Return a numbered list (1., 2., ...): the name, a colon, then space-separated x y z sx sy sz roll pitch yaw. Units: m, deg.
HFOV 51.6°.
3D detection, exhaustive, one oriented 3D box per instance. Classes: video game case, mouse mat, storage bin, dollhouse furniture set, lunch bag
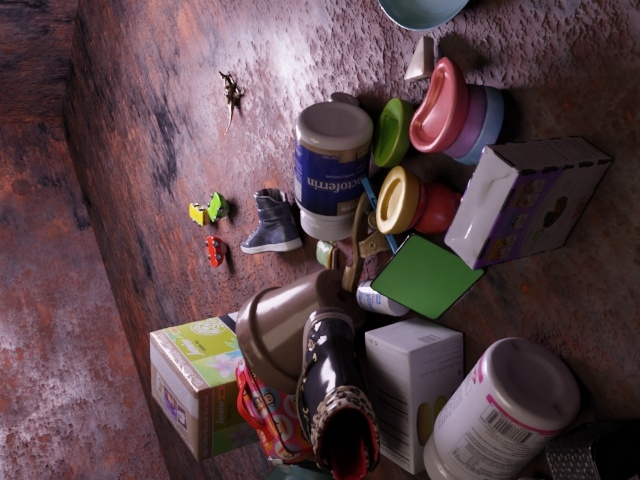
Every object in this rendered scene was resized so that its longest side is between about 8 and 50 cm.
1. video game case: 0.135 -0.037 1.276 0.015 0.119 0.166 -28 71 19
2. mouse mat: 0.192 0.071 1.212 0.190 0.152 0.007 -57 8 48
3. storage bin: 0.414 0.358 0.941 0.084 0.122 0.180 -27 76 57
4. dollhouse furniture set: 0.000 0.000 1.539 0.076 0.058 0.152 28 122 52
5. lunch bag: -0.075 0.379 1.585 0.293 0.258 0.120 63 143 25

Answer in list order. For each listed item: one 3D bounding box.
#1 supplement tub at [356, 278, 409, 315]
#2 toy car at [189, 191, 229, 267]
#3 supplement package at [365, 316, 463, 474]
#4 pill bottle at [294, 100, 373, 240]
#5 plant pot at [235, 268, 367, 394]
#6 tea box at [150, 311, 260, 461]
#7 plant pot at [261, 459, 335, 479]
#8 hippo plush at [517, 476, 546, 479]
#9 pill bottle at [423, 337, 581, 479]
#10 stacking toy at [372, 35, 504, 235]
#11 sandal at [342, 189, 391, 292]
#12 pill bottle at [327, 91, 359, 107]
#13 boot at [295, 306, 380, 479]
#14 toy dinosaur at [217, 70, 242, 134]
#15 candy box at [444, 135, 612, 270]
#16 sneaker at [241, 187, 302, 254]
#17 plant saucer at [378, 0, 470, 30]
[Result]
1. supplement tub: 0.131 0.116 1.359 0.107 0.071 0.071 0 99 58
2. toy car: -0.322 -0.065 2.030 0.239 0.053 0.225 62 144 24
3. supplement package: 0.182 0.291 1.268 0.133 0.139 0.244 15 113 56
4. pill bottle: 0.023 -0.135 1.351 0.153 0.153 0.265 49 150 38
5. plant pot: -0.025 0.181 1.487 0.229 0.263 0.263 -42 63 35
6. tea box: -0.259 0.380 1.812 0.329 0.323 0.220 31 124 49
7. plant pot: -0.041 0.653 1.634 0.293 0.293 0.196 -4 70 58
8. hippo plush: 0.328 0.540 1.022 0.234 0.236 0.294 -49 59 51
9. pill bottle: 0.285 0.304 1.091 0.160 0.160 0.283 56 141 32
10. stacking toy: 0.208 -0.178 1.165 0.280 0.130 0.309 -95 23 -45
11. sandal: 0.109 0.011 1.378 0.079 0.088 0.240 20 121 17
12. pill bottle: 0.036 -0.247 1.400 0.067 0.067 0.120 52 138 36
13. boot: 0.032 0.358 1.308 0.284 0.138 0.378 -104 16 -61
14. toy dinosaur: -0.248 -0.394 1.833 0.092 0.053 0.183 142 121 -71
15. candy box: 0.292 -0.056 0.935 0.070 0.196 0.165 51 138 38
16. sneaker: -0.146 -0.051 1.712 0.226 0.086 0.164 -7 104 48
17. plant saucer: 0.188 -0.516 1.105 0.317 0.043 0.318 25 121 52
